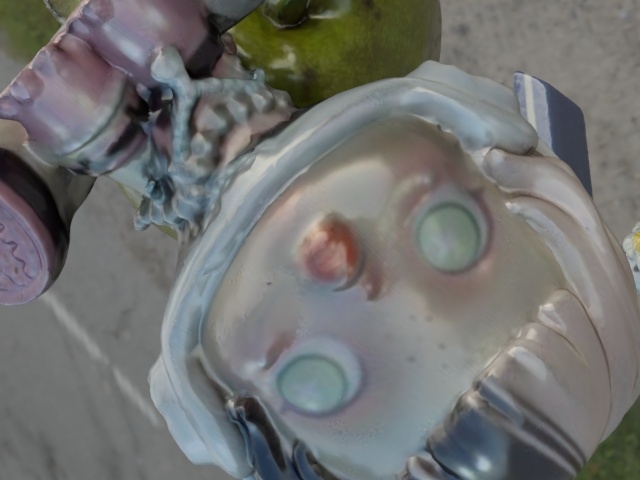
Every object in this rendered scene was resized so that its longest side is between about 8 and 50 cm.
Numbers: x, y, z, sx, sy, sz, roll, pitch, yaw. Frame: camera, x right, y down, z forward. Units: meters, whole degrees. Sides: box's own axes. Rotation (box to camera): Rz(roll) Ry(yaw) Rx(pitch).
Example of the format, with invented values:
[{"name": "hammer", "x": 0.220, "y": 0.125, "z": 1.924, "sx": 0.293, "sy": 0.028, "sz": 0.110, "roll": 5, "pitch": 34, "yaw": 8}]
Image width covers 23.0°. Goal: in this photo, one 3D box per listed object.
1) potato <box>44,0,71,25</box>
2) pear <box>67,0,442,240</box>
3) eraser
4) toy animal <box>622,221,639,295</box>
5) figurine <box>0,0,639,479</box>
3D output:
[{"name": "potato", "x": -0.225, "y": -0.283, "z": 1.679, "sx": 0.117, "sy": 0.182, "sz": 0.202, "roll": 111, "pitch": 139, "yaw": -67}, {"name": "pear", "x": -0.041, "y": -0.116, "z": 1.050, "sx": 0.269, "sy": 0.269, "sz": 0.321, "roll": 66, "pitch": 169, "yaw": 0}, {"name": "eraser", "x": 0.212, "y": -0.043, "z": 1.397, "sx": 0.036, "sy": 0.082, "sz": 0.225, "roll": -14, "pitch": 67, "yaw": 30}, {"name": "toy animal", "x": 0.343, "y": 0.012, "z": 1.598, "sx": 0.124, "sy": 0.085, "sz": 0.071, "roll": -55, "pitch": 41, "yaw": 11}, {"name": "figurine", "x": 0.006, "y": -0.007, "z": 0.802, "sx": 0.361, "sy": 0.253, "sz": 0.211, "roll": 42, "pitch": -163, "yaw": 0}]
